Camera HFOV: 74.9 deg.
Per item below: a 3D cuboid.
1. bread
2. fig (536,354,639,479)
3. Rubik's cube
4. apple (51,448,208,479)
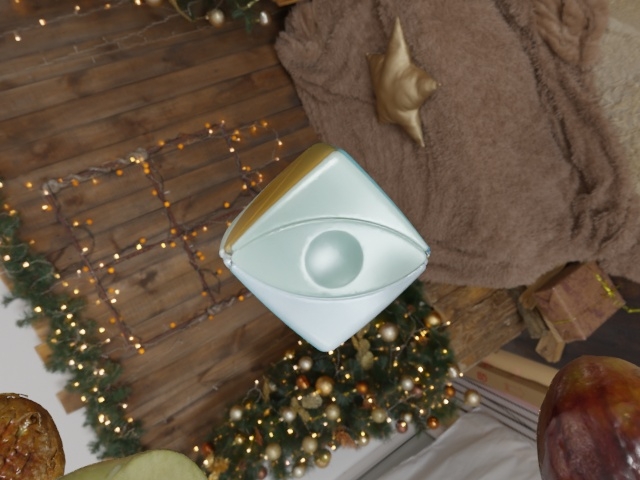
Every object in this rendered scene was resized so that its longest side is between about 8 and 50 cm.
[{"bbox_3d":[-0.893,0.608,1.112,0.337,0.204,0.358,-4,-109,-68],"label":"bread"},{"bbox_3d":[0.407,0.288,0.562,0.224,0.224,0.263,108,148,-61],"label":"fig"},{"bbox_3d":[0.000,0.000,1.003,0.351,0.347,0.352,46,-178,-18],"label":"Rubik's cube"},{"bbox_3d":[-0.218,0.356,0.365,0.295,0.233,0.258,-110,13,-87],"label":"apple"}]
